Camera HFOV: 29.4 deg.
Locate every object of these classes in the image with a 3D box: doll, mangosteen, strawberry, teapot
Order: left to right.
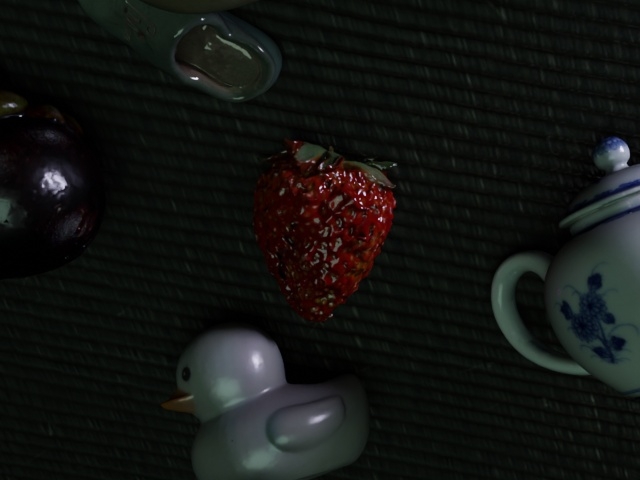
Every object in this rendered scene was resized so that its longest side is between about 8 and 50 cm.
[{"bbox_3d":[-0.351,-0.079,1.363,0.211,0.211,0.250,-16,84,13],"label":"mangosteen"},{"bbox_3d":[-0.068,0.196,1.486,0.251,0.221,0.221,-8,118,-15],"label":"doll"},{"bbox_3d":[-0.016,0.000,1.410,0.174,0.098,0.228,21,116,-4],"label":"strawberry"},{"bbox_3d":[0.356,0.019,1.318,0.424,0.252,0.280,-29,77,42],"label":"teapot"}]

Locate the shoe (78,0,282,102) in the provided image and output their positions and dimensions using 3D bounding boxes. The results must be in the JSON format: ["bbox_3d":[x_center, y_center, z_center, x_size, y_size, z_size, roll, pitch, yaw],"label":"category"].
[{"bbox_3d":[-0.158,-0.226,1.312,0.251,0.100,0.103,28,117,-11],"label":"shoe"}]

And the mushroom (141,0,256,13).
[{"bbox_3d":[-0.103,-0.379,1.168,0.292,0.292,0.290,-25,82,17],"label":"mushroom"}]
